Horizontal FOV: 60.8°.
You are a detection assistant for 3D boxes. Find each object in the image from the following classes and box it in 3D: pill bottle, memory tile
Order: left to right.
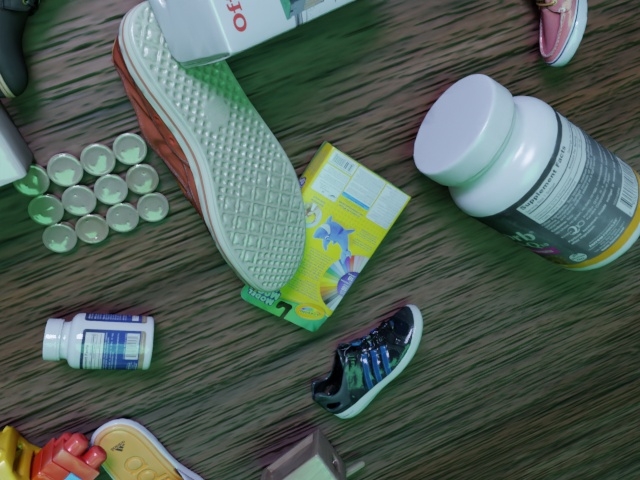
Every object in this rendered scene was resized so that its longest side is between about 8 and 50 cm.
[{"bbox_3d":[-0.257,-0.053,0.623,0.148,0.012,0.113,-20,119,-9],"label":"memory tile"},{"bbox_3d":[-0.267,0.123,0.663,0.120,0.067,0.067,6,109,-19],"label":"pill bottle"},{"bbox_3d":[0.265,-0.082,0.691,0.278,0.162,0.162,25,102,-24],"label":"pill bottle"}]

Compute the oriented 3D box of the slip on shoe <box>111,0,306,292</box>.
[{"bbox_3d":[-0.115,-0.089,0.598,0.123,0.101,0.331,-40,115,-29],"label":"slip on shoe"}]

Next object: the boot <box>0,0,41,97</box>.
[{"bbox_3d":[-0.266,-0.240,0.517,0.137,0.077,0.197,-10,115,-18],"label":"boot"}]

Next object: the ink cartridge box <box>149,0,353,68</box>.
[{"bbox_3d":[-0.055,-0.277,0.506,0.219,0.093,0.160,-39,121,-31],"label":"ink cartridge box"}]

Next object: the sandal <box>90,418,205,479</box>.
[{"bbox_3d":[-0.230,0.363,0.766,0.102,0.076,0.265,-34,117,-1],"label":"sandal"}]

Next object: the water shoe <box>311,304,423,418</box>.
[{"bbox_3d":[0.066,0.169,0.781,0.080,0.073,0.203,32,99,-23],"label":"water shoe"}]

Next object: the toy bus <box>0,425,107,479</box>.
[{"bbox_3d":[-0.383,0.309,0.669,0.220,0.149,0.211,44,83,-24],"label":"toy bus"}]

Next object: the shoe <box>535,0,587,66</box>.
[{"bbox_3d":[0.276,-0.306,0.661,0.081,0.063,0.178,0,106,-16],"label":"shoe"}]

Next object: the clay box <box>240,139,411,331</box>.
[{"bbox_3d":[0.000,0.000,0.702,0.127,0.053,0.222,30,102,-23],"label":"clay box"}]

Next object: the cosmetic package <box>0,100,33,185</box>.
[{"bbox_3d":[-0.408,-0.171,0.468,0.160,0.113,0.309,-26,117,-13],"label":"cosmetic package"}]

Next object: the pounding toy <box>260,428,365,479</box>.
[{"bbox_3d":[-0.009,0.357,0.809,0.130,0.141,0.100,-37,89,0],"label":"pounding toy"}]
